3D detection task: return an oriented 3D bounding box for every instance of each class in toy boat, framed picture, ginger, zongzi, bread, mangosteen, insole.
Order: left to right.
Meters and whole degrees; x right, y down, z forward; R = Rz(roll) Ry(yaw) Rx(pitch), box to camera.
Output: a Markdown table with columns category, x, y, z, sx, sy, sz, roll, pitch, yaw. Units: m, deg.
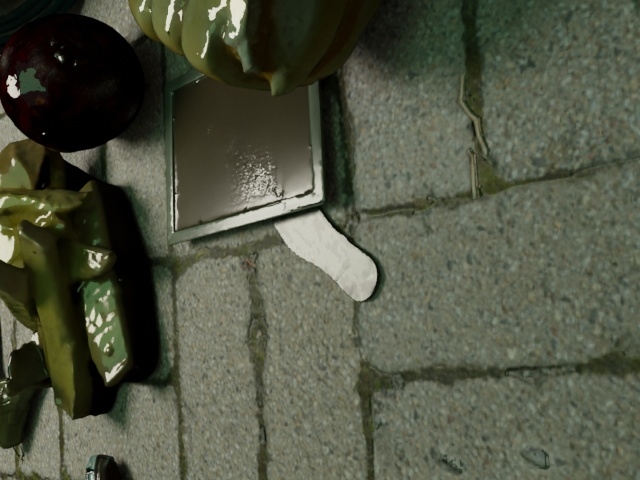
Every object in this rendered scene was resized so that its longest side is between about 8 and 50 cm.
| category | x | y | z | sx | sy | sz | roll | pitch | yaw |
| --- | --- | --- | --- | --- | --- | --- | --- | --- | --- |
| zongzi | -0.504 | 0.306 | 1.308 | 0.131 | 0.062 | 0.154 | -12 | 85 | 32 |
| ginger | -0.430 | 0.073 | 1.141 | 0.358 | 0.211 | 0.413 | -50 | 56 | 33 |
| mangosteen | -0.349 | -0.215 | 1.088 | 0.210 | 0.210 | 0.209 | -3 | 85 | 44 |
| toy boat | -0.306 | 0.370 | 1.099 | 0.066 | 0.059 | 0.140 | -33 | 61 | 19 |
| framed picture | -0.099 | -0.127 | 0.953 | 0.296 | 0.019 | 0.232 | -12 | 77 | 43 |
| bread | -0.072 | -0.325 | 0.807 | 0.341 | 0.210 | 0.300 | 31 | 120 | 47 |
| insole | 0.000 | 0.000 | 0.859 | 0.193 | 0.006 | 0.065 | 42 | 115 | 37 |

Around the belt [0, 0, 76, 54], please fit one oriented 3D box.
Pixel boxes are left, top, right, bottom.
| category | x | y | z | sx | sy | sz | roll | pitch | yaw |
| --- | --- | --- | --- | --- | --- | --- | --- | --- | --- |
| belt | -0.486 | -0.498 | 1.163 | 0.436 | 0.300 | 0.173 | -53 | 56 | 25 |
